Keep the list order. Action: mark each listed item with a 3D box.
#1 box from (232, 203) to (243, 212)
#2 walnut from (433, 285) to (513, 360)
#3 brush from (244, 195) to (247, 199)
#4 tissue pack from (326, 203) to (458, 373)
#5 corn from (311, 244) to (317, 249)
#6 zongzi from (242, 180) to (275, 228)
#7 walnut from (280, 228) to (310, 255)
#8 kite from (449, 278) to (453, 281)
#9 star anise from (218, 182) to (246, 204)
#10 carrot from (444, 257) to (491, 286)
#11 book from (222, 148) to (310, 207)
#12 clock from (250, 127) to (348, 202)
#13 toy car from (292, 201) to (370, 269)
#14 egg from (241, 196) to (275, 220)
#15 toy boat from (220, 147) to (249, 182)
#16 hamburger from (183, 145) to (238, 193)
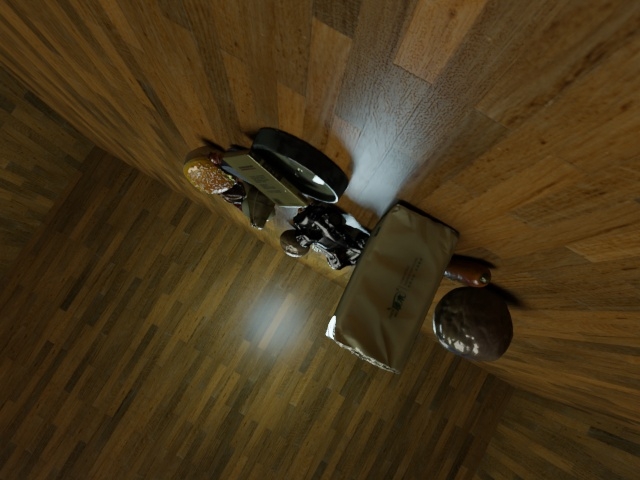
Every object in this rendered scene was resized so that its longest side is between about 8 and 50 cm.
[{"bbox_3d":[-0.392,-0.183,2.241,0.175,0.048,0.112,40,179,39],"label":"box"},{"bbox_3d":[0.477,0.254,1.450,0.248,0.248,0.248,29,171,5],"label":"walnut"},{"bbox_3d":[-0.322,-0.198,2.121,0.033,0.030,0.178,50,166,-4],"label":"brush"},{"bbox_3d":[0.177,0.129,1.223,0.207,0.380,0.297,25,170,2],"label":"tissue pack"},{"bbox_3d":[0.000,0.000,2.018,0.081,0.081,0.248,30,171,1],"label":"corn"},{"bbox_3d":[-0.271,-0.144,1.847,0.176,0.160,0.078,27,175,12],"label":"zongzi"},{"bbox_3d":[-0.127,0.012,2.333,0.162,0.140,0.140,13,168,9],"label":"walnut"},{"bbox_3d":[0.385,0.088,1.512,0.250,0.012,0.229,18,166,47],"label":"kite"},{"bbox_3d":[-0.416,-0.239,2.012,0.214,0.099,0.220,15,164,7],"label":"star anise"},{"bbox_3d":[0.386,0.083,1.298,0.067,0.067,0.225,34,172,-24],"label":"carrot"},{"bbox_3d":[-0.151,-0.169,1.303,0.231,0.026,0.161,40,162,-32],"label":"book"},{"bbox_3d":[-0.059,-0.192,1.237,0.280,0.055,0.280,29,171,5],"label":"clock"},{"bbox_3d":[0.046,-0.022,1.599,0.301,0.118,0.193,38,141,-21],"label":"toy car"},{"bbox_3d":[-0.265,-0.136,2.007,0.152,0.114,0.114,20,170,8],"label":"egg"},{"bbox_3d":[-0.198,-0.219,1.466,0.283,0.078,0.127,25,173,24],"label":"toy boat"},{"bbox_3d":[-0.391,-0.249,1.678,0.116,0.173,0.210,67,-173,25],"label":"hamburger"}]
